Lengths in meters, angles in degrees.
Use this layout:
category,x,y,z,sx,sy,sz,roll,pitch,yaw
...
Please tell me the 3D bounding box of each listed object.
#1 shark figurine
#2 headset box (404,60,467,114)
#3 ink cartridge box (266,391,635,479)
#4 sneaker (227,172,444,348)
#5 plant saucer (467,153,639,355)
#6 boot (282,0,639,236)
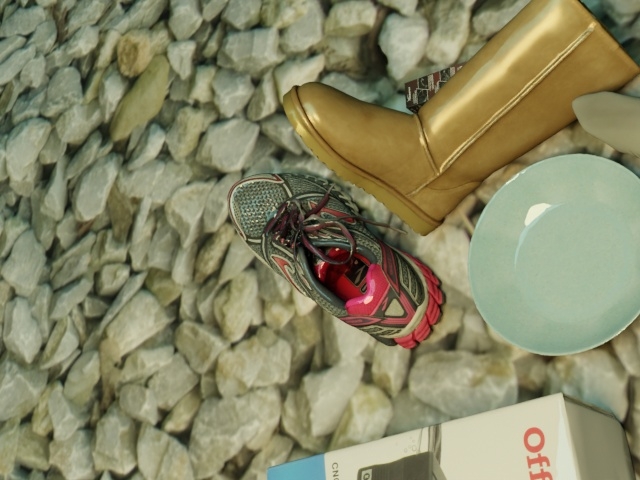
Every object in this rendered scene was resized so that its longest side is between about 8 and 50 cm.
category,x,y,z,sx,sy,sz,roll,pitch,yaw
shark figurine,0.363,-0.130,0.914,0.278,0.116,0.166,-30,65,20
headset box,0.139,-0.152,1.123,0.083,0.062,0.032,-14,66,32
ink cartridge box,0.117,0.281,0.940,0.307,0.129,0.223,-21,62,30
sneaker,0.000,0.000,1.141,0.299,0.112,0.121,32,94,40
plant saucer,0.233,0.016,1.010,0.195,0.037,0.195,-14,65,33
boot,0.132,-0.150,1.032,0.269,0.236,0.089,-40,38,22
